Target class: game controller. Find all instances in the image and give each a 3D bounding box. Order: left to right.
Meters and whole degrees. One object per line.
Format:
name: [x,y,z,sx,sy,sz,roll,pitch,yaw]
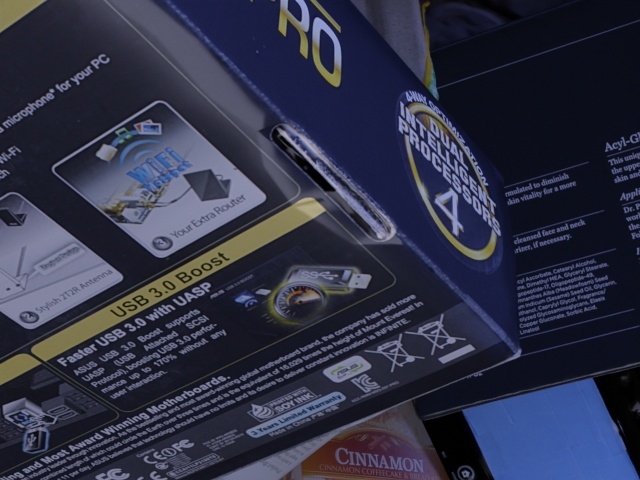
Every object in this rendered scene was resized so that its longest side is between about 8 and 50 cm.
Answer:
game controller: [0.169,0.145,0.940,0.166,0.319,0.067,-25,-174,12]

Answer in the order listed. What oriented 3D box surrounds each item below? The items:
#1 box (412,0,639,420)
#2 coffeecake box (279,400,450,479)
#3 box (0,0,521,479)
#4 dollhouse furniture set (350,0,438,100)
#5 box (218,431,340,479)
box: [0.153,-0.034,0.662,0.261,0.184,0.103,-16,-175,21]
coffeecake box: [0.023,0.135,0.984,0.142,0.185,0.068,12,149,-32]
box: [-0.182,-0.001,0.429,0.395,0.097,0.318,-26,132,27]
dollhouse furniture set: [-0.086,-0.023,0.638,0.301,0.197,0.151,-6,152,1]
box: [-0.024,0.053,0.810,0.170,0.130,0.091,-38,144,6]
